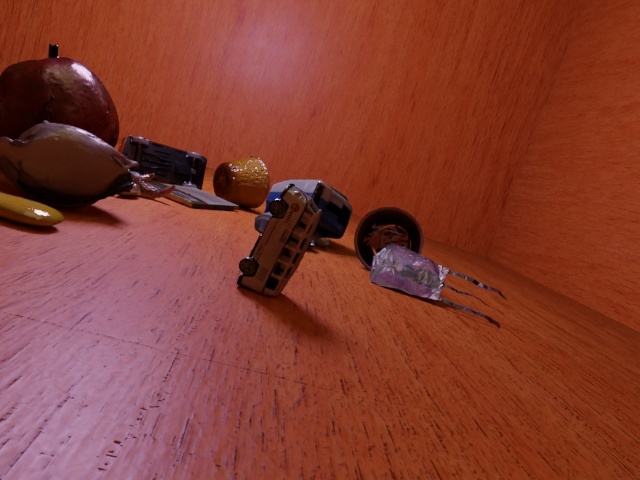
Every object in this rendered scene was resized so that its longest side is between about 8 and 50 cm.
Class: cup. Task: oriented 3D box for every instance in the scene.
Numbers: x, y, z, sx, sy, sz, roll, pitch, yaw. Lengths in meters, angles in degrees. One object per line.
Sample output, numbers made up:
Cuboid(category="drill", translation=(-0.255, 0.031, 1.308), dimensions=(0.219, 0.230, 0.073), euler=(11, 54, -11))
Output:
Cuboid(category="cup", translation=(0.217, 0.008, 1.591), dimensions=(0.203, 0.202, 0.288), euler=(20, 2, 9))

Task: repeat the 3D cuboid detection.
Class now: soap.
Cuboid(category="soap", translation=(-0.503, -0.056, 0.824), dimensions=(0.169, 0.033, 0.089), euler=(18, 6, -2))

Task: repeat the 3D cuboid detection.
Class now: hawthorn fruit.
Cuboid(category="hawthorn fruit", translation=(-0.638, -0.292, 1.245), dimensions=(0.316, 0.315, 0.316), euler=(18, 8, -3))

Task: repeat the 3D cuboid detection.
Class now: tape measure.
Cuboid(category="tape measure", translation=(-0.026, -0.103, 1.693), dimensions=(0.262, 0.138, 0.259), euler=(23, -9, -41))

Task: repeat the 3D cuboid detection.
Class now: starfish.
Cuboid(category="starfish", translation=(-0.521, -0.156, 1.409), dimensions=(0.216, 0.071, 0.238), euler=(23, 17, -6))

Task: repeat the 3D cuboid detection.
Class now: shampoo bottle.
Cuboid(category="shampoo bottle", translation=(0.000, 0.000, 1.623), dimensions=(0.049, 0.034, 0.141), euler=(24, 5, -26))

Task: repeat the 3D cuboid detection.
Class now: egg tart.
Cuboid(category="egg tart", translation=(-0.301, -0.219, 1.902), dimensions=(0.147, 0.202, 0.203), euler=(-1, 20, -44))

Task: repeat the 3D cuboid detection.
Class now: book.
Cuboid(category="book", translation=(-0.417, -0.144, 1.677), dimensions=(0.202, 0.026, 0.289), euler=(21, 8, 19))

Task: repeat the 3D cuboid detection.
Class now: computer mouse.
Cuboid(category="computer mouse", translation=(-0.100, -0.038, 1.507), dimensions=(0.231, 0.071, 0.126), euler=(26, 10, 39))

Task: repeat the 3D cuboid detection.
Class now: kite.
Cuboid(category="kite", translation=(0.305, 0.107, 1.333), dimensions=(0.361, 0.022, 0.204), euler=(22, 38, 12))

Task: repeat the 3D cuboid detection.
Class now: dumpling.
Cuboid(category="dumpling", translation=(-0.516, -0.134, 1.024), dimensions=(0.205, 0.163, 0.293), euler=(-20, -20, 41))

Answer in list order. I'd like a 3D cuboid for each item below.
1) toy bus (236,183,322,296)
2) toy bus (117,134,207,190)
Cuboid(category="toy bus", translation=(-0.066, 0.002, 0.879), dimensions=(0.089, 0.193, 0.087), euler=(28, 8, 4))
Cuboid(category="toy bus", translation=(-0.571, -0.269, 1.809), dimensions=(0.153, 0.142, 0.329), euler=(12, 3, 41))
